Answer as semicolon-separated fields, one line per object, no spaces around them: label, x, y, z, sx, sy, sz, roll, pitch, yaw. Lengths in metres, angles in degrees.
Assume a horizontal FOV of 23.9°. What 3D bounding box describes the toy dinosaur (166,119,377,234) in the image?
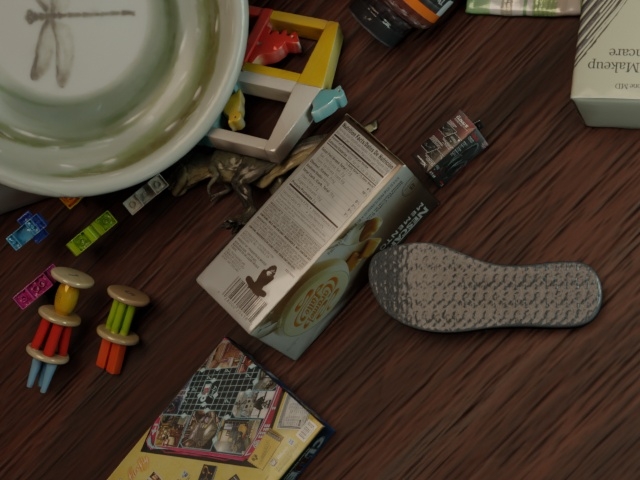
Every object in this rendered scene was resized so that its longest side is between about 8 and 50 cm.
toy dinosaur;-0.062;-0.069;1.762;0.268;0.064;0.118;-10;65;14

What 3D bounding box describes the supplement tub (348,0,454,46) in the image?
supplement tub;0.122;-0.315;1.731;0.198;0.106;0.106;-47;65;15

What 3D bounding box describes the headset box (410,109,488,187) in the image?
headset box;0.148;-0.104;1.692;0.083;0.062;0.032;-41;66;4

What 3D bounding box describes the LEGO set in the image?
LEGO set;-0.294;-0.027;1.827;0.227;0.093;0.087;-40;97;0

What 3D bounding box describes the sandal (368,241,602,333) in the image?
sandal;0.177;0.060;1.647;0.255;0.054;0.097;7;84;12

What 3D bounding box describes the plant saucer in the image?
plant saucer;-0.283;-0.252;1.700;0.400;0.400;0.100;-53;22;-1

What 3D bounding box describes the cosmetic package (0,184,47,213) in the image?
cosmetic package;-0.516;-0.096;1.860;0.366;0.197;0.155;-19;68;13

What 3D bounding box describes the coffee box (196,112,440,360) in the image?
coffee box;0.000;0.000;1.674;0.246;0.141;0.098;-47;65;1

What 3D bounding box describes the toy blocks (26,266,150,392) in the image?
toy blocks;-0.278;0.118;1.780;0.123;0.054;0.148;19;104;-5

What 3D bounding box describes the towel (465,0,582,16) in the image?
towel;0.245;-0.312;1.738;0.152;0.023;0.113;4;75;21

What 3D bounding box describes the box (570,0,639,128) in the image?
box;0.347;-0.264;1.648;0.113;0.094;0.275;3;75;21

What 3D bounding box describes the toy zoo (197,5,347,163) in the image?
toy zoo;-0.101;-0.195;1.799;0.293;0.030;0.192;14;64;23

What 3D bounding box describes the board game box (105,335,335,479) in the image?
board game box;-0.122;0.252;1.698;0.165;0.042;0.243;40;91;25
